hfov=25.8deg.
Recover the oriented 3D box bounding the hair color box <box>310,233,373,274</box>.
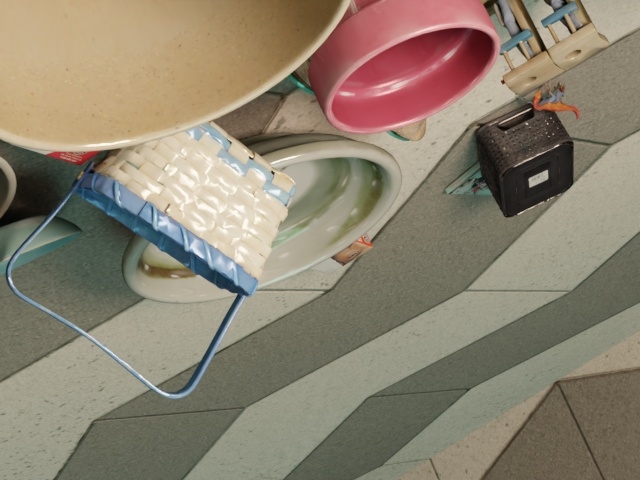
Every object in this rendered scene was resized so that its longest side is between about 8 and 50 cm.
[{"bbox_3d":[0.000,0.000,2.174,0.093,0.053,0.167,-33,158,21],"label":"hair color box"}]

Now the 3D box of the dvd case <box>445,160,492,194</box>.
[{"bbox_3d":[0.269,-0.100,2.259,0.119,0.013,0.087,1,148,-44],"label":"dvd case"}]

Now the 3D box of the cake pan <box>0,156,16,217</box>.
[{"bbox_3d":[-0.490,-0.048,1.562,0.293,0.054,0.293,-20,159,-8],"label":"cake pan"}]

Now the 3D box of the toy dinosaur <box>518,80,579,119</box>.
[{"bbox_3d":[0.335,-0.201,2.017,0.082,0.090,0.047,-47,168,-53],"label":"toy dinosaur"}]

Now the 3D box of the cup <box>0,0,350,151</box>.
[{"bbox_3d":[-0.164,-0.259,1.134,0.331,0.237,0.331,-19,159,-8],"label":"cup"}]

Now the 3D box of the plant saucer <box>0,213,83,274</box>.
[{"bbox_3d":[-0.444,0.037,1.703,0.317,0.043,0.317,-25,-179,0],"label":"plant saucer"}]

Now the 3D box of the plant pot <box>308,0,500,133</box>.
[{"bbox_3d":[0.066,-0.241,1.488,0.201,0.180,0.201,-19,158,-8],"label":"plant pot"}]

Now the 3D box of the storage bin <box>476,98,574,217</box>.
[{"bbox_3d":[0.314,-0.123,2.134,0.122,0.084,0.180,-25,156,-1],"label":"storage bin"}]

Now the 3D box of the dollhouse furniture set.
[{"bbox_3d":[0.232,-0.274,1.645,0.129,0.129,0.184,-31,159,20],"label":"dollhouse furniture set"}]

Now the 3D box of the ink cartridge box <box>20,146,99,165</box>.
[{"bbox_3d":[-0.243,-0.164,1.507,0.175,0.072,0.127,-31,158,20],"label":"ink cartridge box"}]

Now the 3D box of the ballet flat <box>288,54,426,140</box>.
[{"bbox_3d":[0.076,-0.199,1.714,0.106,0.107,0.316,-39,156,20],"label":"ballet flat"}]

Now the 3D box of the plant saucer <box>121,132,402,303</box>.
[{"bbox_3d":[-0.089,-0.050,1.899,0.400,0.100,0.400,-20,159,-8],"label":"plant saucer"}]

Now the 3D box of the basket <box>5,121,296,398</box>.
[{"bbox_3d":[-0.180,0.004,1.601,0.289,0.255,0.201,-55,-163,-14],"label":"basket"}]
